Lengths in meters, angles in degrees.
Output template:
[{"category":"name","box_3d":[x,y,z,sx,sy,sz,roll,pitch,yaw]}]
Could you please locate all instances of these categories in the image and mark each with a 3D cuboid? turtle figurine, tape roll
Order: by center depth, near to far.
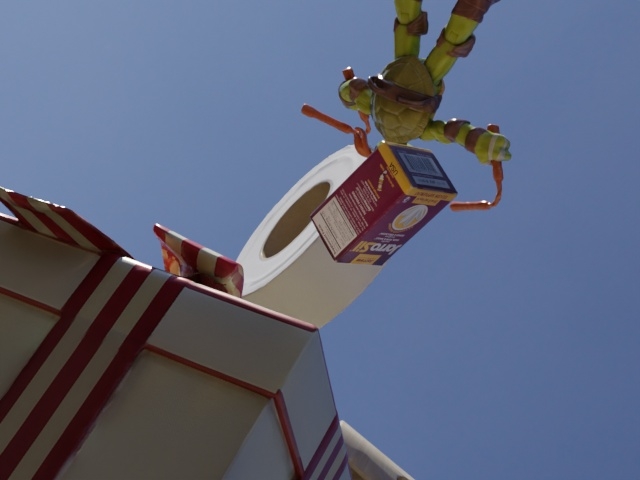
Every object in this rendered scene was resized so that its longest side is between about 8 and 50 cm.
[{"category":"turtle figurine","box_3d":[0.082,-0.157,1.173,0.269,0.087,0.217,30,-67,40]},{"category":"tape roll","box_3d":[0.000,0.000,1.684,0.100,0.286,0.286,42,-39,-16]}]

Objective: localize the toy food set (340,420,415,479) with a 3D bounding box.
[{"category":"toy food set","box_3d":[0.035,0.330,1.211,0.220,0.092,0.306,39,-43,2]}]

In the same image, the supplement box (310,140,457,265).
[{"category":"supplement box","box_3d":[0.043,-0.024,0.830,0.083,0.055,0.043,-45,-120,31]}]

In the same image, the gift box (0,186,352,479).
[{"category":"gift box","box_3d":[-0.143,0.135,0.696,0.276,0.258,0.255,22,-32,19]}]
